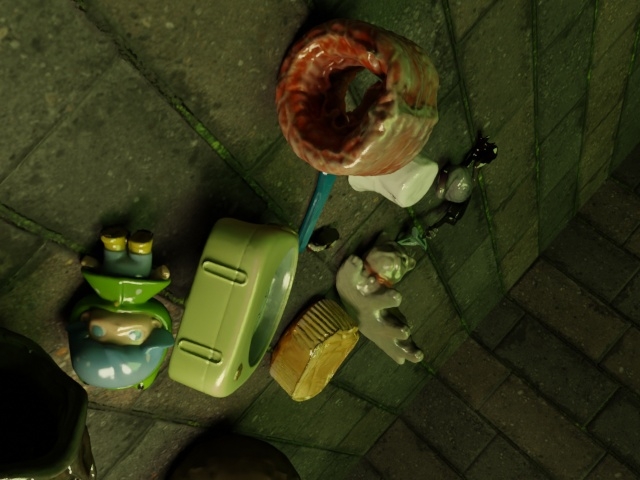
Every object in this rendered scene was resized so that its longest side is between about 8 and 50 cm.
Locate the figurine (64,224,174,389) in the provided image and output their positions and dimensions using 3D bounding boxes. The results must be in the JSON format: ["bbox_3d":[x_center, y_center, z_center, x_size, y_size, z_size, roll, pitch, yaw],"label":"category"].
[{"bbox_3d":[-0.300,0.109,1.043,0.162,0.143,0.264,6,109,-15],"label":"figurine"}]

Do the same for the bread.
[{"bbox_3d":[-0.019,0.267,1.700,0.179,0.133,0.250,-6,130,-54],"label":"bread"}]

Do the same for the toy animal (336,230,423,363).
[{"bbox_3d":[0.179,0.144,1.734,0.188,0.307,0.266,-52,179,-40],"label":"toy animal"}]

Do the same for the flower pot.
[{"bbox_3d":[-0.434,0.267,0.892,0.301,0.301,0.213,-15,135,-50],"label":"flower pot"}]

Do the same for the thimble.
[{"bbox_3d":[0.055,-0.213,1.049,0.162,0.239,0.239,1,125,-53],"label":"thimble"}]

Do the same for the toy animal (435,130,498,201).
[{"bbox_3d":[0.347,-0.157,1.755,0.324,0.090,0.195,-35,146,-46],"label":"toy animal"}]

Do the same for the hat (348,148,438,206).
[{"bbox_3d":[0.167,-0.149,1.444,0.203,0.126,0.203,-41,156,-23],"label":"hat"}]

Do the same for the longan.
[{"bbox_3d":[-0.205,0.665,1.657,0.391,0.391,0.391,-37,151,-24],"label":"longan"}]

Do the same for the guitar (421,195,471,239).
[{"bbox_3d":[0.348,-0.060,1.885,0.271,0.038,0.084,-37,148,-50],"label":"guitar"}]

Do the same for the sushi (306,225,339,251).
[{"bbox_3d":[0.000,0.000,1.495,0.083,0.044,0.046,-18,162,-44],"label":"sushi"}]

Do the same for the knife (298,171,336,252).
[{"bbox_3d":[-0.005,-0.083,1.379,0.044,0.026,0.297,-17,142,-43],"label":"knife"}]

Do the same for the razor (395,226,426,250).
[{"bbox_3d":[0.166,0.075,1.839,0.278,0.056,0.111,-44,153,4],"label":"razor"}]

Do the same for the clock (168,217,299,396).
[{"bbox_3d":[-0.134,0.099,1.211,0.348,0.117,0.286,-22,130,-80],"label":"clock"}]
